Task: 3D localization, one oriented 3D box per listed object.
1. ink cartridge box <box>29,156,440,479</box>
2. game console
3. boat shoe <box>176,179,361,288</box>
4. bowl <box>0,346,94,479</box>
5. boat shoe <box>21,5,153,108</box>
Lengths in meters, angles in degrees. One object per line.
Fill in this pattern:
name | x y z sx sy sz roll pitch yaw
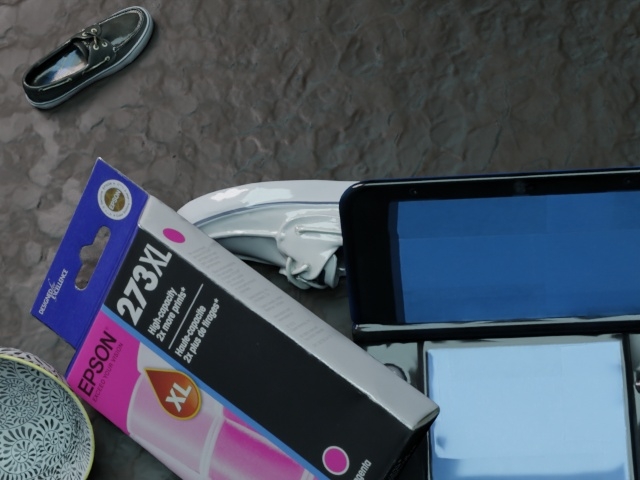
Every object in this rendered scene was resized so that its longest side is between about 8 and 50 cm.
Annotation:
ink cartridge box | -0.094 0.105 1.281 0.371 0.069 0.176 37 116 18
game console | 0.166 0.090 1.243 0.293 0.173 0.250 -3 71 6
boat shoe | 0.000 0.000 1.331 0.258 0.095 0.084 -5 67 6
bowl | -0.273 0.149 1.305 0.170 0.170 0.080 -10 27 3
boat shoe | -0.219 -0.175 1.440 0.142 0.040 0.049 -38 72 -6
